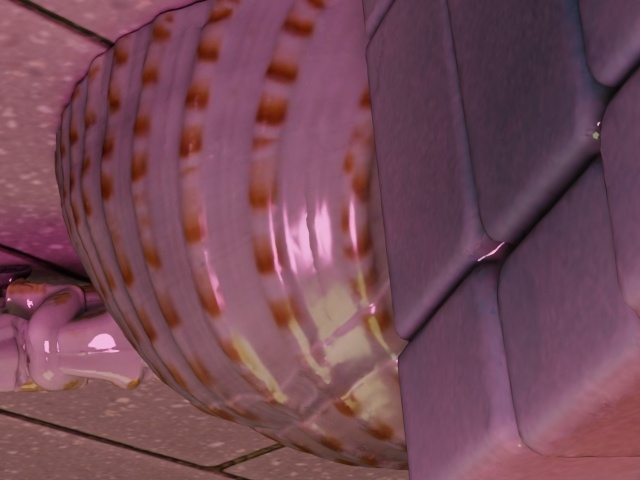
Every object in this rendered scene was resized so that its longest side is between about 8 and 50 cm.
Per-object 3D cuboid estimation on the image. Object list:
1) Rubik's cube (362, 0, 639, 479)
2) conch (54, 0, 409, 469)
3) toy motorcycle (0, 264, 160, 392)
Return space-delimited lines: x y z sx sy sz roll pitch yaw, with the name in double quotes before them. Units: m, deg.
"Rubik's cube" 0.215 -0.077 0.726 0.319 0.321 0.316 4 152 -18
"conch" 0.003 0.013 1.011 0.319 0.215 0.303 -22 139 30
"toy motorcycle" -0.146 0.060 1.165 0.229 0.074 0.151 -5 -170 -36
